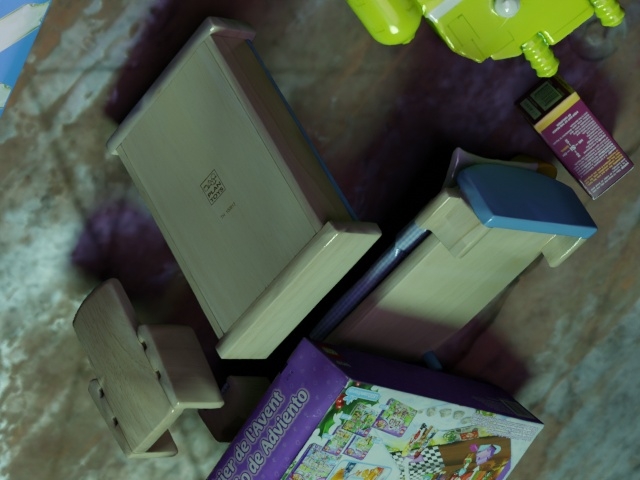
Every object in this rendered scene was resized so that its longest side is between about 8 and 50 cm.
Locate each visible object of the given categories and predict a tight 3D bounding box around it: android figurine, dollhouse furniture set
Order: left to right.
[{"bbox_3d":[0.000,0.000,1.467,0.303,0.198,0.286,4,137,-48],"label":"dollhouse furniture set"},{"bbox_3d":[0.120,-0.242,1.407,0.248,0.056,0.273,-36,113,1],"label":"android figurine"}]

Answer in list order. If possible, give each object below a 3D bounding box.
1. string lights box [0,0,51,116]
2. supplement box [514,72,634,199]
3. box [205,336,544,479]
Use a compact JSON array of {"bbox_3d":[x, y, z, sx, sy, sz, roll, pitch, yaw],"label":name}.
[{"bbox_3d":[-0.260,-0.166,1.328,0.133,0.077,0.260,21,104,-19],"label":"string lights box"},{"bbox_3d":[0.194,-0.081,1.487,0.043,0.055,0.083,-40,114,5],"label":"supplement box"},{"bbox_3d":[0.030,0.187,1.470,0.293,0.057,0.201,19,108,-54],"label":"box"}]
